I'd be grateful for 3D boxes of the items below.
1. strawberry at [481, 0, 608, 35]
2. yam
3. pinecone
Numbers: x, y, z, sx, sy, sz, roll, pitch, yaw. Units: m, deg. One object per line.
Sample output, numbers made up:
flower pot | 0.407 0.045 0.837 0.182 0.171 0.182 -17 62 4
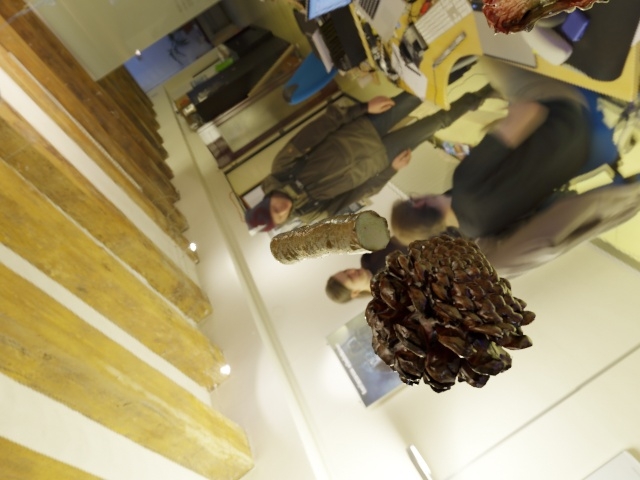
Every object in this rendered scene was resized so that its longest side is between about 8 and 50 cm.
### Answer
strawberry | 0.260 -0.339 0.494 0.208 0.168 0.086 29 -135 -65
yam | 0.000 0.000 0.625 0.061 0.061 0.253 56 151 -13
pinecone | 0.163 0.107 0.589 0.221 0.222 0.221 56 179 2
